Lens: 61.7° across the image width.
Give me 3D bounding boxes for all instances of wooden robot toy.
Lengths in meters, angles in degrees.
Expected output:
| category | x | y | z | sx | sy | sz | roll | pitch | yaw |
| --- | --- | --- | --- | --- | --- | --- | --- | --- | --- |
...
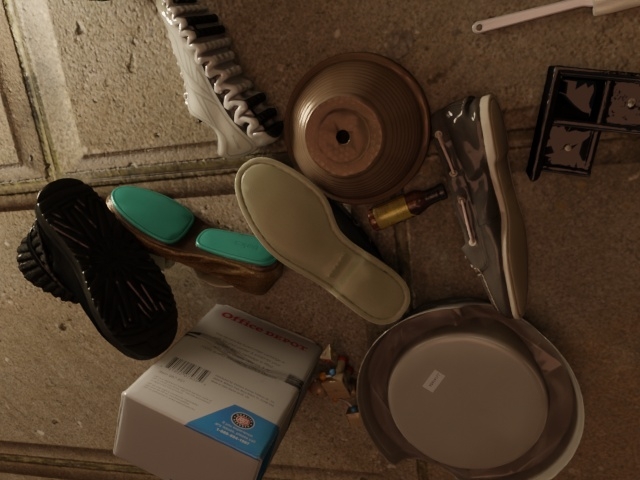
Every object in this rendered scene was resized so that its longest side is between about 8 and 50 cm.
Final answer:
| category | x | y | z | sx | sy | sz | roll | pitch | yaw |
| --- | --- | --- | --- | --- | --- | --- | --- | --- | --- |
| wooden robot toy | 0.019 | 0.263 | 0.971 | 0.079 | 0.076 | 0.173 | -17 | 116 | 19 |

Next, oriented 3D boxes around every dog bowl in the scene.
| category | x | y | z | sx | sy | sz | roll | pitch | yaw |
| --- | --- | --- | --- | --- | --- | --- | --- | --- | --- |
| dog bowl | 0.240 | 0.251 | 0.890 | 0.349 | 0.102 | 0.348 | 5 | 107 | 15 |

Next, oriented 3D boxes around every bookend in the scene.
| category | x | y | z | sx | sy | sz | roll | pitch | yaw |
| --- | --- | --- | --- | --- | --- | --- | --- | --- | --- |
| bookend | 0.382 | -0.153 | 0.738 | 0.156 | 0.072 | 0.157 | 11 | 110 | 13 |

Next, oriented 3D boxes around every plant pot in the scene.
| category | x | y | z | sx | sy | sz | roll | pitch | yaw |
| --- | --- | --- | --- | --- | --- | --- | --- | --- | --- |
| plant pot | 0.046 | -0.164 | 0.815 | 0.237 | 0.110 | 0.237 | 5 | 107 | 16 |

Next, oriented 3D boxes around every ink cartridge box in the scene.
| category | x | y | z | sx | sy | sz | roll | pitch | yaw |
| --- | --- | --- | --- | --- | --- | --- | --- | --- | --- |
| ink cartridge box | -0.154 | 0.258 | 0.898 | 0.223 | 0.307 | 0.129 | 21 | 113 | 9 |

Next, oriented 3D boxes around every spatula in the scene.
| category | x | y | z | sx | sy | sz | roll | pitch | yaw |
| --- | --- | --- | --- | --- | --- | --- | --- | --- | --- |
| spatula | 0.320 | -0.379 | 0.719 | 0.242 | 0.019 | 0.168 | -7 | 110 | 19 |

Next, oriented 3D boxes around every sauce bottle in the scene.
| category | x | y | z | sx | sy | sz | roll | pitch | yaw |
| --- | --- | --- | --- | --- | --- | --- | --- | --- | --- |
| sauce bottle | 0.139 | -0.054 | 0.857 | 0.128 | 0.042 | 0.042 | -21 | 100 | 23 |

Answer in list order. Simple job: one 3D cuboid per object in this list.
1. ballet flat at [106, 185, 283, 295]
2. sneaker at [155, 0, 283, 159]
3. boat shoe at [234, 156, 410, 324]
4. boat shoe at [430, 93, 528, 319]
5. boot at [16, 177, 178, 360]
| category | x | y | z | sx | sy | sz | roll | pitch | yaw |
| --- | --- | --- | --- | --- | --- | --- | --- | --- | --- |
| ballet flat | -0.230 | 0.015 | 0.965 | 0.342 | 0.116 | 0.124 | 20 | 130 | 6 |
| sneaker | -0.184 | -0.263 | 0.859 | 0.118 | 0.110 | 0.292 | -28 | 97 | 31 |
| boat shoe | 0.003 | -0.003 | 0.877 | 0.340 | 0.113 | 0.127 | 37 | 95 | -4 |
| boat shoe | 0.241 | -0.046 | 0.803 | 0.096 | 0.112 | 0.335 | -6 | 100 | 36 |
| boot | -0.405 | 0.082 | 0.960 | 0.260 | 0.131 | 0.348 | -39 | 81 | 46 |
